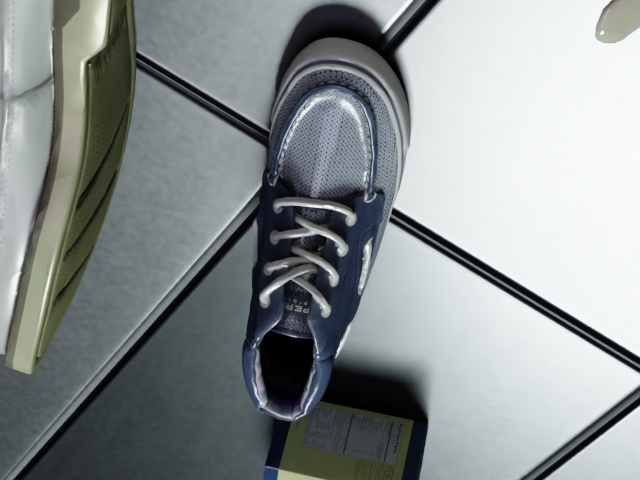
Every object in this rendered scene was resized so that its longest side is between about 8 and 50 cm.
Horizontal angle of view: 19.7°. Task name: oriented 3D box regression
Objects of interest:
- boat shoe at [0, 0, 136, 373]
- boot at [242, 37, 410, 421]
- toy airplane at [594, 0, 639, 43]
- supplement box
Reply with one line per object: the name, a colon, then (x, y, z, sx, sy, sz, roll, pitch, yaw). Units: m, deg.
boat shoe: (-0.144, -0.074, 0.843, 0.103, 0.113, 0.302, 15, 124, 2)
boot: (0.000, 0.000, 0.883, 0.069, 0.086, 0.190, 10, 134, 6)
toy airplane: (0.119, -0.217, 0.521, 0.384, 0.272, 0.386, 50, 148, 10)
supplement box: (0.012, 0.140, 1.033, 0.083, 0.056, 0.083, 11, 134, 5)
